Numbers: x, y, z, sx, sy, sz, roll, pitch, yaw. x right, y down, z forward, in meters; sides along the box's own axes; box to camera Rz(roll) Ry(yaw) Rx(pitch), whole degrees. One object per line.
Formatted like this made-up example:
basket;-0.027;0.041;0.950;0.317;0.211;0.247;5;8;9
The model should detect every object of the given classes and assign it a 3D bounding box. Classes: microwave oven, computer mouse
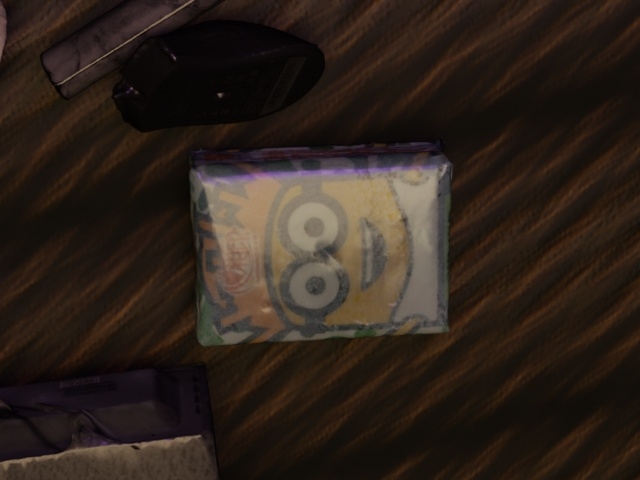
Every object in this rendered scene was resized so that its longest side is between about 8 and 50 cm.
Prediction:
microwave oven;-0.330;0.344;1.843;0.432;0.236;0.374;-8;105;-5
computer mouse;-0.127;-0.198;1.771;0.264;0.088;0.147;-12;151;-33

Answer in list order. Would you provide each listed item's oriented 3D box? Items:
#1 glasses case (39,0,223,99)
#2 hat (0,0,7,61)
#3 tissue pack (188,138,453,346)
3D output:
glasses case;-0.180;-0.265;1.752;0.299;0.114;0.060;-32;106;3
hat;-0.490;-0.237;1.704;0.275;0.161;0.232;18;107;-15
tissue pack;0.000;0.000;1.843;0.311;0.128;0.228;-2;106;-5
